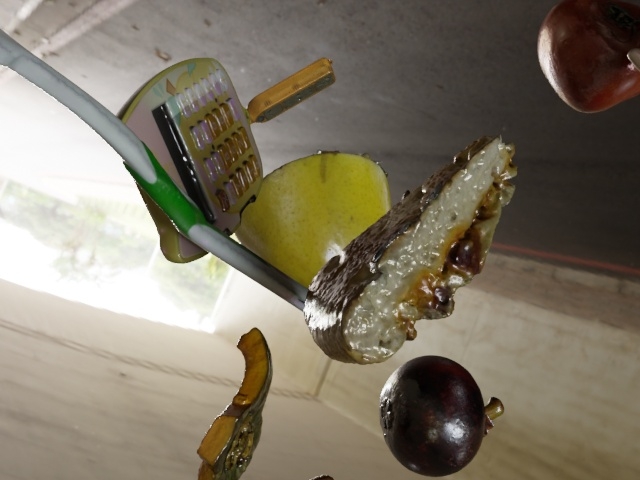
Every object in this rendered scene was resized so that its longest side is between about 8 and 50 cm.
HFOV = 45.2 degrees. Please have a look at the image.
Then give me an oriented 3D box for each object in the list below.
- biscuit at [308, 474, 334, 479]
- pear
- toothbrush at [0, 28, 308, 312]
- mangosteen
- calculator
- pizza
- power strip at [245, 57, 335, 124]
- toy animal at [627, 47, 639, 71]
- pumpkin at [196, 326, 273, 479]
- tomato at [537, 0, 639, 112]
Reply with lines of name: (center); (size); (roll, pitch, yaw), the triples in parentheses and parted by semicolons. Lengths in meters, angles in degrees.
biscuit: (-0.011, 0.380, 0.871); (0.125, 0.206, 0.025); (-15, 161, -2)
pear: (0.002, -0.001, 1.186); (0.266, 0.267, 0.178); (26, -145, -39)
toothbrush: (-0.094, -0.028, 0.508); (0.042, 0.040, 0.418); (47, -175, 40)
mangosteen: (0.247, 0.344, 1.507); (0.261, 0.236, 0.235); (5, -179, -17)
calculator: (-0.110, -0.079, 0.691); (0.033, 0.157, 0.236); (-14, -161, 23)
pizza: (0.071, 0.007, 0.523); (0.069, 0.194, 0.154); (47, 175, -6)
power strip: (-0.054, -0.223, 1.185); (0.028, 0.178, 0.049); (61, -178, 15)
toy animal: (0.493, -0.256, 0.917); (0.154, 0.250, 0.166); (43, 155, 2)
pumpkin: (-0.163, 0.345, 1.385); (0.095, 0.290, 0.258); (19, -153, 11)
tomato: (0.406, -0.273, 1.121); (0.187, 0.187, 0.151); (22, 145, 4)
